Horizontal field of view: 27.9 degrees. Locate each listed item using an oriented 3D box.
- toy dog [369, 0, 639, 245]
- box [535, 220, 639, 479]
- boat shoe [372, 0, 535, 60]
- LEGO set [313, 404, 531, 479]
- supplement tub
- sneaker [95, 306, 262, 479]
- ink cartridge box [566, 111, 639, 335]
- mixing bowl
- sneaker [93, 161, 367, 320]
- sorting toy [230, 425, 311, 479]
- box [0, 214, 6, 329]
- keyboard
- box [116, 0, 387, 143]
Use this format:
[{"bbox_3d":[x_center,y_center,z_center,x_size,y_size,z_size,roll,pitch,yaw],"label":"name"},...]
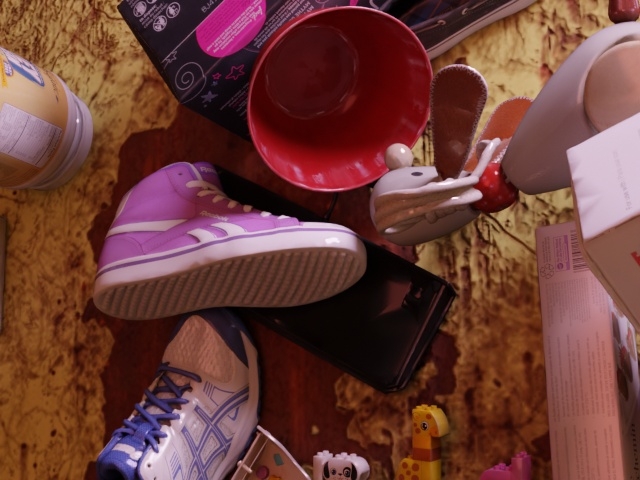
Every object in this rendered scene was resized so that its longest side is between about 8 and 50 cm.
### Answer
[{"bbox_3d":[0.181,-0.118,1.098,0.334,0.220,0.161,-18,80,8],"label":"toy dog"},{"bbox_3d":[0.228,0.142,1.067,0.067,0.063,0.324,-12,70,30],"label":"box"},{"bbox_3d":[0.145,-0.253,1.225,0.228,0.076,0.080,-30,63,21],"label":"boat shoe"},{"bbox_3d":[0.103,0.194,1.113,0.227,0.087,0.093,0,91,32],"label":"LEGO set"},{"bbox_3d":[-0.364,-0.140,1.431,0.144,0.200,0.144,-9,72,29],"label":"supplement tub"},{"bbox_3d":[-0.145,0.198,1.242,0.112,0.131,0.296,3,76,34],"label":"sneaker"},{"bbox_3d":[0.364,-0.026,0.924,0.306,0.226,0.131,-27,31,23],"label":"ink cartridge box"},{"bbox_3d":[0.005,-0.146,1.222,0.181,0.181,0.098,-52,30,8],"label":"mixing bowl"},{"bbox_3d":[-0.087,-0.020,1.254,0.282,0.102,0.161,-5,55,19],"label":"sneaker"},{"bbox_3d":[-0.046,0.232,1.225,0.075,0.045,0.083,33,94,27],"label":"sorting toy"},{"bbox_3d":[-0.496,0.045,1.502,0.232,0.127,0.148,-10,71,29],"label":"box"},{"bbox_3d":[0.000,0.000,1.270,0.317,0.033,0.201,28,93,33],"label":"keyboard"},{"bbox_3d":[-0.053,-0.249,1.308,0.247,0.142,0.163,-42,57,13],"label":"box"}]
